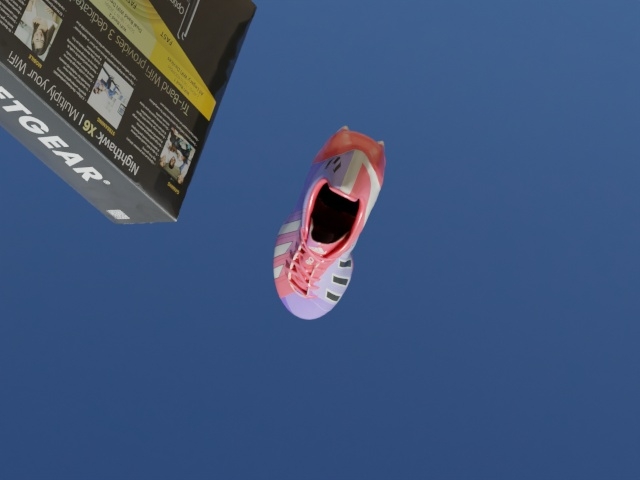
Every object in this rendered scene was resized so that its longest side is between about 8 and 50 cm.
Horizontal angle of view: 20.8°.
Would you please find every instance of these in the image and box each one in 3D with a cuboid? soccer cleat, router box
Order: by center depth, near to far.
[{"bbox_3d":[-0.201,-0.195,1.514,0.081,0.309,0.243,-2,-122,36],"label":"router box"},{"bbox_3d":[0.000,0.000,1.656,0.083,0.248,0.095,23,-136,1],"label":"soccer cleat"}]
